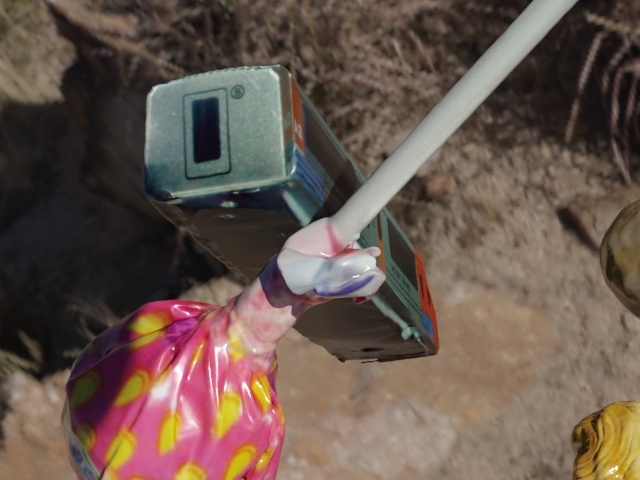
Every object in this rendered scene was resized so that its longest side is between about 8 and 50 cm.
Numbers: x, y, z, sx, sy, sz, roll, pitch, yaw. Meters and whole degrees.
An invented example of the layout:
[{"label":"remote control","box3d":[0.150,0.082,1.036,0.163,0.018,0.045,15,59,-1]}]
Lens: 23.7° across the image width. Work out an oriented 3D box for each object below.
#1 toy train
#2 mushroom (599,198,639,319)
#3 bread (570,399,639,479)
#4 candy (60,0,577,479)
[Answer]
[{"label":"toy train","box3d":[0.000,0.000,0.984,0.086,0.409,0.089,-8,72,14]},{"label":"mushroom","box3d":[0.327,0.025,1.099,0.128,0.350,0.128,-4,84,42]},{"label":"bread","box3d":[0.148,0.124,0.685,0.044,0.110,0.083,-18,39,27]},{"label":"candy","box3d":[0.000,0.008,0.761,0.365,0.124,0.124,-46,51,21]}]
